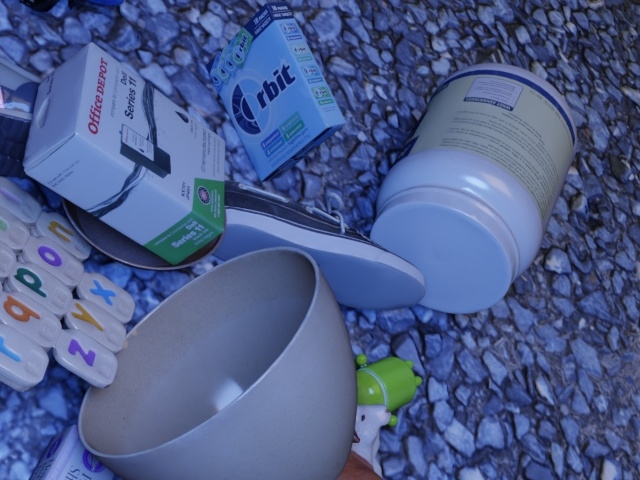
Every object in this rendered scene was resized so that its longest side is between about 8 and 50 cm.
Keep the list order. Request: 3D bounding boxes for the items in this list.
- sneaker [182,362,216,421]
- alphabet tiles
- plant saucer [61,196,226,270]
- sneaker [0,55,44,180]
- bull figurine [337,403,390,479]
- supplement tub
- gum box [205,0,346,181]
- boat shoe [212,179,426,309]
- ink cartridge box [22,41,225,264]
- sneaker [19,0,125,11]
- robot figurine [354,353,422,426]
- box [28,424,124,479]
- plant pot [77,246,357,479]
[{"bbox_3d":[-0.154,0.165,1.159,0.134,0.051,0.070,47,41,-13],"label":"sneaker"},{"bbox_3d":[-0.317,0.034,1.044,0.278,0.021,0.284,37,23,-19],"label":"alphabet tiles"},{"bbox_3d":[-0.210,-0.035,1.209,0.199,0.036,0.198,16,44,-16],"label":"plant saucer"},{"bbox_3d":[-0.421,-0.177,1.117,0.319,0.112,0.131,27,36,-30],"label":"sneaker"},{"bbox_3d":[0.039,0.341,1.181,0.188,0.101,0.310,40,48,-17],"label":"bull figurine"},{"bbox_3d":[0.219,-0.077,1.462,0.235,0.235,0.325,42,48,-12],"label":"supplement tub"},{"bbox_3d":[-0.062,-0.195,1.358,0.041,0.157,0.184,-18,78,-43],"label":"gum box"},{"bbox_3d":[-0.002,0.002,1.332,0.306,0.113,0.105,15,51,-13],"label":"boat shoe"},{"bbox_3d":[-0.206,-0.093,1.118,0.208,0.087,0.153,35,37,-36],"label":"ink cartridge box"},{"bbox_3d":[-0.320,-0.313,1.285,0.152,0.058,0.084,21,49,-24],"label":"sneaker"},{"bbox_3d":[0.077,0.190,1.317,0.115,0.067,0.101,-17,77,-42],"label":"robot figurine"},{"bbox_3d":[-0.288,0.326,0.956,0.067,0.063,0.324,39,48,-17],"label":"box"},{"bbox_3d":[-0.073,0.170,1.036,0.191,0.284,0.284,55,44,-24],"label":"plant pot"}]
